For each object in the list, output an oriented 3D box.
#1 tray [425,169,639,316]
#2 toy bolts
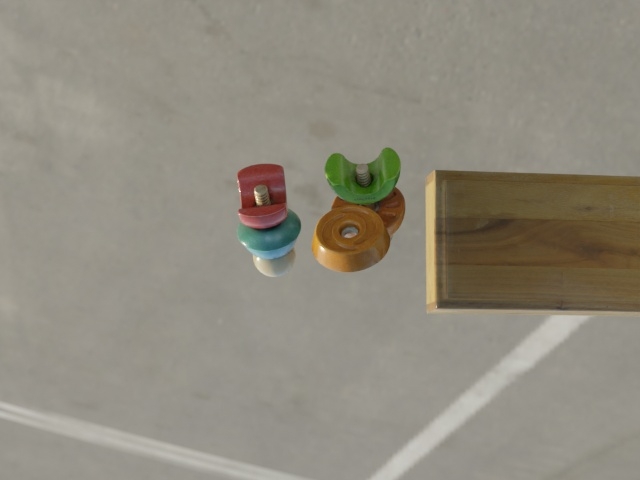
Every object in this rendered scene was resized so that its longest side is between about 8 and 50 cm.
[{"bbox_3d":[0.363,0.006,2.038,0.411,0.202,0.076,1,171,-7],"label":"tray"},{"bbox_3d":[0.000,0.000,1.859,0.228,0.218,0.158,-3,136,6],"label":"toy bolts"}]
